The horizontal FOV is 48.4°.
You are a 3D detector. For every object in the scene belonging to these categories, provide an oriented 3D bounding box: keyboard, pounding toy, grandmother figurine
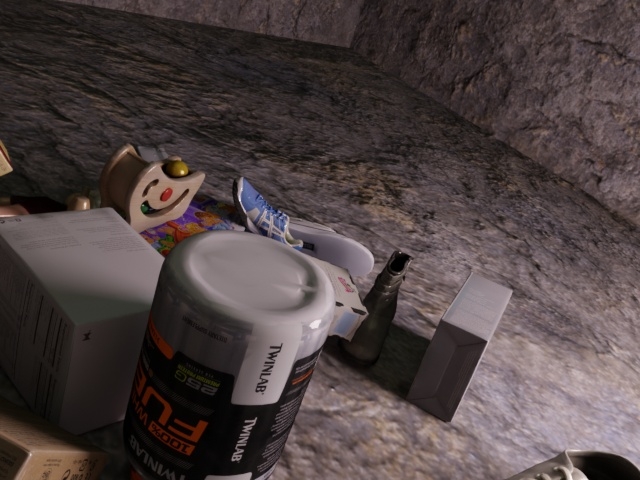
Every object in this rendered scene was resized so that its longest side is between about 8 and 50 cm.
[{"bbox_3d":[-0.394,-0.173,1.747,0.072,0.014,0.256,-1,31,-26],"label":"keyboard"},{"bbox_3d":[-0.351,-0.117,1.304,0.155,0.154,0.269,34,29,16],"label":"pounding toy"},{"bbox_3d":[-0.531,-0.035,1.286,0.343,0.104,0.208,-16,51,-46],"label":"grandmother figurine"}]

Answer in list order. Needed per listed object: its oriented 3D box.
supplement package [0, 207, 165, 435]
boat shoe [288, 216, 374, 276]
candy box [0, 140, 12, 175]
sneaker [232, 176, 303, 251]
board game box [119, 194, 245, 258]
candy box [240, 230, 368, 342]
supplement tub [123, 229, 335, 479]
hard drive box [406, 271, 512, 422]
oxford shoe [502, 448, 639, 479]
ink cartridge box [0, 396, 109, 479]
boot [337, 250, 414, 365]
[{"bbox_3d":[-0.338,0.105,1.024,0.199,0.198,0.263,-10,38,-46],"label":"supplement package"},{"bbox_3d":[0.000,0.000,1.579,0.258,0.095,0.084,22,30,3],"label":"boat shoe"},{"bbox_3d":[-0.681,-0.132,1.118,0.317,0.182,0.087,-28,42,-14],"label":"candy box"},{"bbox_3d":[-0.111,-0.048,1.476,0.081,0.211,0.080,-23,26,16],"label":"sneaker"},{"bbox_3d":[-0.281,0.011,1.384,0.234,0.078,0.347,17,26,-5],"label":"board game box"},{"bbox_3d":[-0.045,0.082,1.283,0.234,0.071,0.159,20,22,-22],"label":"candy box"},{"bbox_3d":[-0.123,0.174,0.876,0.207,0.337,0.207,15,26,-8],"label":"supplement tub"},{"bbox_3d":[0.256,0.187,1.293,0.089,0.181,0.232,26,26,16],"label":"hard drive box"},{"bbox_3d":[0.305,0.386,0.999,0.450,0.130,0.169,-2,35,-35],"label":"oxford shoe"},{"bbox_3d":[-0.361,0.224,0.765,0.193,0.088,0.234,23,-14,10],"label":"ink cartridge box"},{"bbox_3d":[0.109,0.116,1.350,0.084,0.161,0.246,23,26,7],"label":"boot"}]
